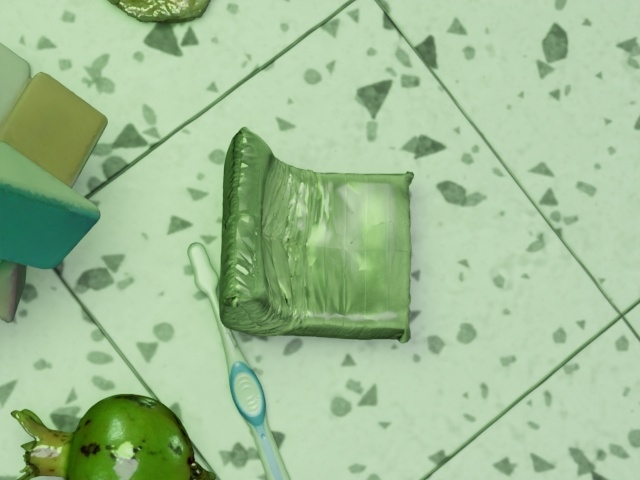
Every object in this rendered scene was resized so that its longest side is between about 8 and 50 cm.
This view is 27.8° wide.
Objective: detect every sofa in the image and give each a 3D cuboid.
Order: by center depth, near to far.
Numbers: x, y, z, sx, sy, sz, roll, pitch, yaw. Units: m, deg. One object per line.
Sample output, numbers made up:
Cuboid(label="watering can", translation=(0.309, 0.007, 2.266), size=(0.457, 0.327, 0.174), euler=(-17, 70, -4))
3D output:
Cuboid(label="sofa", translation=(0.000, 0.000, 1.425), size=(0.225, 0.176, 0.210), euler=(5, 72, -6))

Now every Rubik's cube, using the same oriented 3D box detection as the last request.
Cuboid(label="Rubik's cube", translation=(-0.439, -0.052, 1.308), size=(0.358, 0.368, 0.387), euler=(35, 80, -20))

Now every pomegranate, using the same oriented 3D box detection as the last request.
Cuboid(label="pomegranate", translation=(-0.236, 0.242, 1.415), size=(0.220, 0.156, 0.156), euler=(6, 82, 25))

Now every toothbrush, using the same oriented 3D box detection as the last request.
Cuboid(label="toothbrush", translation=(-0.080, 0.184, 1.479), size=(0.040, 0.040, 0.386), euler=(-20, 87, -9))

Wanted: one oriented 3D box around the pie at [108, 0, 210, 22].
Cuboid(label="pie", translation=(-0.192, -0.353, 1.516), size=(0.195, 0.046, 0.195), euler=(1, 85, -9))
